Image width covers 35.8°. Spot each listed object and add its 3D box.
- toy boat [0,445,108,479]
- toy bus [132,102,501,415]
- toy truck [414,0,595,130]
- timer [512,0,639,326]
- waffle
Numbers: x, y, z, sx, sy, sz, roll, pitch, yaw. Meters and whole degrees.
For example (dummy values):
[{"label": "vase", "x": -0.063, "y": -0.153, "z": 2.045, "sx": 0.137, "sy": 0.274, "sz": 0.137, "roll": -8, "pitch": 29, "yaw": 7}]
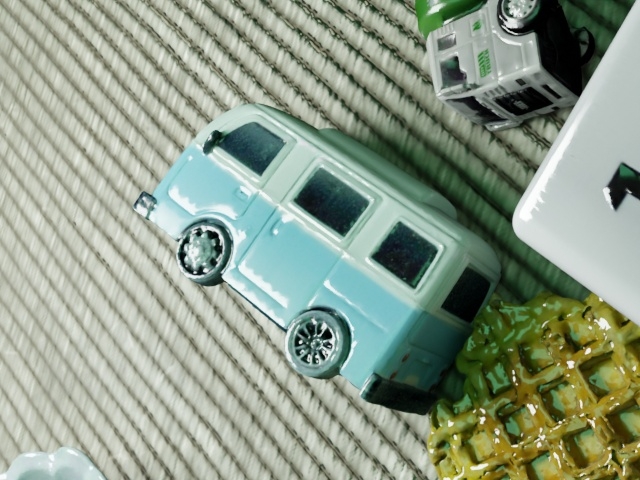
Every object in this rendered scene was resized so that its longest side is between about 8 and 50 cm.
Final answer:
[{"label": "toy boat", "x": -0.249, "y": 0.317, "z": 0.887, "sx": 0.290, "sy": 0.100, "sz": 0.199, "roll": -49, "pitch": 60, "yaw": 12}, {"label": "toy bus", "x": 0.000, "y": 0.000, "z": 0.790, "sx": 0.271, "sy": 0.133, "sz": 0.164, "roll": 36, "pitch": 94, "yaw": 29}, {"label": "toy truck", "x": 0.130, "y": -0.212, "z": 0.778, "sx": 0.125, "sy": 0.101, "sz": 0.242, "roll": -16, "pitch": 69, "yaw": 32}, {"label": "timer", "x": 0.267, "y": -0.034, "z": 0.581, "sx": 0.195, "sy": 0.194, "sz": 0.192, "roll": 40, "pitch": 116, "yaw": 30}, {"label": "waffle", "x": 0.189, "y": 0.162, "z": 0.690, "sx": 0.245, "sy": 0.052, "sz": 0.254, "roll": 11, "pitch": 86, "yaw": 30}]
